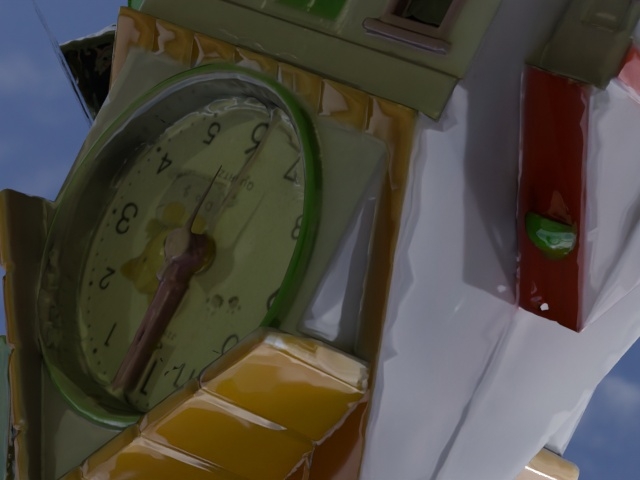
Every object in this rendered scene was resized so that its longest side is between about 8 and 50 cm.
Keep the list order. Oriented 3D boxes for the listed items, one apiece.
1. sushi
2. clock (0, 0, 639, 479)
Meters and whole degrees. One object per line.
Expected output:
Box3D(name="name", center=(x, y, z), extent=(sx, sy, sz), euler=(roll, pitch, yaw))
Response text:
Box3D(name="sushi", center=(-0.073, -0.030, 0.905), extent=(0.050, 0.215, 0.192), euler=(-25, -157, -6))
Box3D(name="clock", center=(0.000, 0.000, 0.646), extent=(0.235, 0.166, 0.310), euler=(24, -92, 46))
